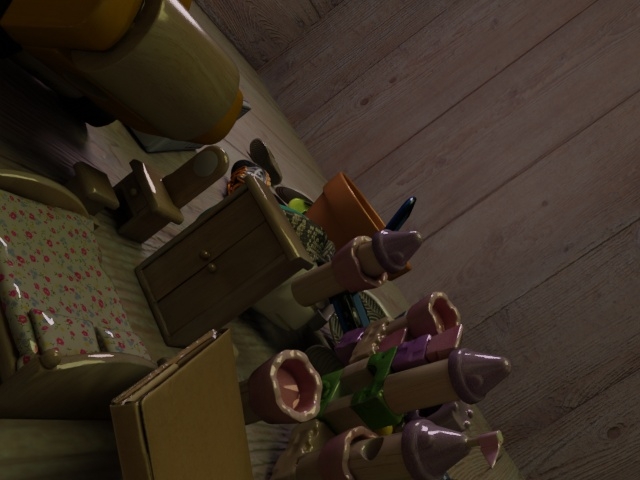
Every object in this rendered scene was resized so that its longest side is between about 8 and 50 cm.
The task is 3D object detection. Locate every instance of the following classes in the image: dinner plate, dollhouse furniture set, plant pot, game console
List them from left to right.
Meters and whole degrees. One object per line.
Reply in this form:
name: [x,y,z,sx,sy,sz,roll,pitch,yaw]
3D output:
dollhouse furniture set: [-0.172,-0.027,0.497,0.303,0.174,0.355,58,10,26]
dinner plate: [-0.061,-0.114,1.594,0.141,0.017,0.141,27,-15,8]
plant pot: [0.057,0.009,1.406,0.291,0.203,0.291,52,9,-12]
game console: [0.117,0.087,0.955,0.293,0.173,0.250,18,50,-82]

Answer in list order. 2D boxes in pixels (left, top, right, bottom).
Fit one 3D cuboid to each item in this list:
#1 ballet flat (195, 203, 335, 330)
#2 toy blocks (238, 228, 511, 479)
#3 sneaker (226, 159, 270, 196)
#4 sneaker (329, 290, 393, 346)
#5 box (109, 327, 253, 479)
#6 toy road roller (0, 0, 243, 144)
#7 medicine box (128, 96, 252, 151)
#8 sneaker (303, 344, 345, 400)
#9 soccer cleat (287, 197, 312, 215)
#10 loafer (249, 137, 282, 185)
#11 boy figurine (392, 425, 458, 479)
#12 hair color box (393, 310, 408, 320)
ballet flat: [-0.041,0.059,0.932,0.182,0.164,0.483,66,8,12]
toy blocks: [0.100,0.164,0.624,0.309,0.260,0.288,53,36,-13]
sneaker: [-0.152,-0.107,1.171,0.083,0.084,0.215,40,17,-39]
sneaker: [0.129,0.252,1.185,0.350,0.131,0.148,61,3,7]
box: [-0.080,0.178,0.401,0.164,0.021,0.201,-33,115,-80]
toy road roller: [-0.222,-0.269,0.662,0.329,0.241,0.202,19,-12,33]
medicine box: [-0.281,-0.305,1.025,0.263,0.149,0.289,53,9,-5]
sneaker: [0.040,0.256,0.874,0.222,0.083,0.118,58,0,5]
soccer cleat: [0.000,0.001,1.592,0.289,0.093,0.121,46,-19,-20]
loafer: [-0.155,-0.223,1.656,0.148,0.056,0.050,64,9,1]
boy figurine: [0.140,0.320,0.985,0.285,0.092,0.177,-118,-158,-47]
hair color box: [0.217,0.295,1.473,0.174,0.105,0.347,55,9,7]
